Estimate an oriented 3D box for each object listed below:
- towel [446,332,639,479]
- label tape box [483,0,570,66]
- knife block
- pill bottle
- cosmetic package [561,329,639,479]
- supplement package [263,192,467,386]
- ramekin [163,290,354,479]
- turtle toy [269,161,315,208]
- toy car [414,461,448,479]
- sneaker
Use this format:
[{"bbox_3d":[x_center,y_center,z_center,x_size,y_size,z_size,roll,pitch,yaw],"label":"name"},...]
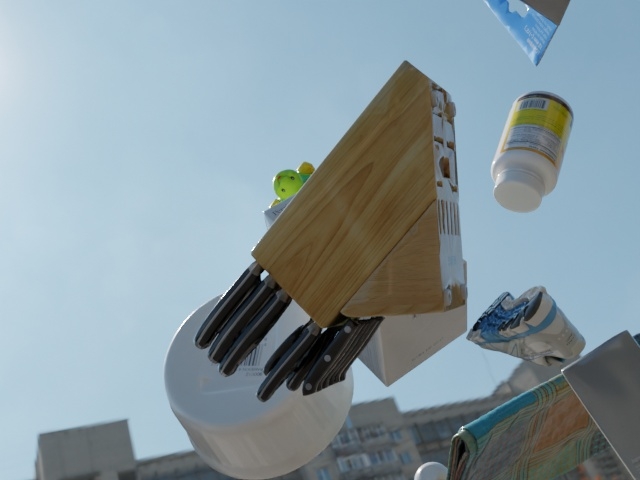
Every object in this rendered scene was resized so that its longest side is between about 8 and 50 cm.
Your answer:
[{"bbox_3d":[0.343,0.306,1.222,0.370,0.040,0.272,-20,-46,-24],"label":"towel"},{"bbox_3d":[0.283,-0.464,1.132,0.115,0.249,0.348,-1,-45,-20],"label":"label tape box"},{"bbox_3d":[0.000,0.000,0.703,0.242,0.276,0.088,-4,-2,21],"label":"knife block"},{"bbox_3d":[0.375,-0.157,1.421,0.117,0.215,0.117,18,-31,11],"label":"pill bottle"},{"bbox_3d":[0.401,0.236,0.949,0.107,0.238,0.127,-34,-26,13],"label":"cosmetic package"},{"bbox_3d":[0.054,0.039,1.015,0.139,0.244,0.134,-31,-42,-21],"label":"supplement package"},{"bbox_3d":[-0.099,0.200,1.191,0.277,0.277,0.135,-23,-42,1],"label":"ramekin"},{"bbox_3d":[-0.025,-0.063,1.165,0.130,0.066,0.095,35,-89,-40],"label":"turtle toy"},{"bbox_3d":[0.250,0.546,1.589,0.136,0.182,0.159,9,-35,31],"label":"toy car"},{"bbox_3d":[0.213,0.101,0.828,0.071,0.083,0.191,-51,1,-7],"label":"sneaker"}]
